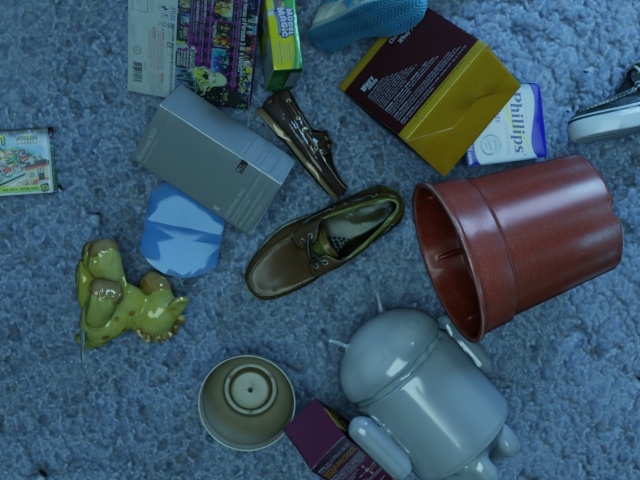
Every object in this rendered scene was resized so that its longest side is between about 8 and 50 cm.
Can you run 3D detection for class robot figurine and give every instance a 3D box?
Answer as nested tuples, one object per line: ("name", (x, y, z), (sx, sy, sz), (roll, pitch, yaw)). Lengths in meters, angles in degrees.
("robot figurine", (0.169, 0.255, 1.800), (0.353, 0.200, 0.300), (49, 54, -4))

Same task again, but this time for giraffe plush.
("giraffe plush", (-0.312, 0.105, 1.816), (0.170, 0.181, 0.210), (3, 85, -22))

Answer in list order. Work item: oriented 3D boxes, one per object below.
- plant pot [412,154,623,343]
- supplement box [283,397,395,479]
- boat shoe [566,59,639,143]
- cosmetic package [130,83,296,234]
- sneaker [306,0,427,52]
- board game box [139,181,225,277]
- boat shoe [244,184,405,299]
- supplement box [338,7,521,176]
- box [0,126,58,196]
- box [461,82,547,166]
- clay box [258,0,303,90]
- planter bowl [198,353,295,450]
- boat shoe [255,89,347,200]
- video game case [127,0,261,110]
("plant pot", (0.322, -0.007, 1.755), (0.265, 0.272, 0.272), (-19, 96, -9))
("supplement box", (0.037, 0.354, 1.813), (0.081, 0.104, 0.188), (-45, 134, 3))
("boat shoe", (0.554, -0.252, 1.807), (0.335, 0.121, 0.119), (-18, 88, -9))
("cosmetic package", (-0.176, -0.135, 1.793), (0.238, 0.107, 0.127), (30, 123, -5))
("sneaker", (0.075, -0.375, 1.739), (0.087, 0.228, 0.092), (39, 59, -38))
("board game box", (-0.233, -0.021, 1.855), (0.133, 0.033, 0.169), (10, 85, -4))
("boat shoe", (0.000, 0.000, 1.822), (0.307, 0.104, 0.111), (-35, 95, 3))
("supplement box", (0.172, -0.247, 1.738), (0.191, 0.194, 0.129), (-50, 138, 4))
("box", (-0.556, -0.130, 1.841), (0.206, 0.036, 0.114), (-4, 96, 0))
("box", (0.301, -0.195, 1.821), (0.137, 0.072, 0.126), (-8, 96, 0))
("clay box", (-0.072, -0.366, 1.757), (0.053, 0.127, 0.222), (-5, 84, -10))
("planter bowl", (-0.121, 0.264, 1.846), (0.162, 0.109, 0.162), (0, 95, 0))
("boat shoe", (-0.018, -0.163, 1.821), (0.073, 0.073, 0.207), (-40, 94, 1))
("video game case", (-0.207, -0.326, 1.756), (0.210, 0.042, 0.232), (9, 134, 0))
